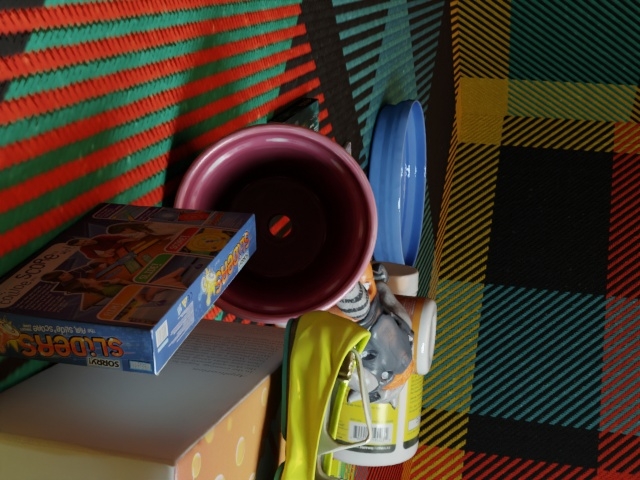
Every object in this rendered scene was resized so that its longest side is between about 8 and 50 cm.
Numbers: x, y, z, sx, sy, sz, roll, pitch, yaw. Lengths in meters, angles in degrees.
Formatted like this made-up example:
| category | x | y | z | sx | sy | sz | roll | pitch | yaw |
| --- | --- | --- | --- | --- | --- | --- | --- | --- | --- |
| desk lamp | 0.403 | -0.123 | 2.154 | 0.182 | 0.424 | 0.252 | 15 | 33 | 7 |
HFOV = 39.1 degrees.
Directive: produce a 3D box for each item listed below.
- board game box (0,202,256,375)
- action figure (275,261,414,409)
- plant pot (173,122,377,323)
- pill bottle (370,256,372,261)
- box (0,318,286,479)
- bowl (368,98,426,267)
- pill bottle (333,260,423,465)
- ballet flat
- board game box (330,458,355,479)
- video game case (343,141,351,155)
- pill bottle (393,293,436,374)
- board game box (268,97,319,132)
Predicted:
| category | x | y | z | sx | sy | sz | roll | pitch | yaw |
| --- | --- | --- | --- | --- | --- | --- | --- | --- | --- |
| board game box | -0.142 | 0.026 | 0.657 | 0.201 | 0.136 | 0.035 | -56 | 148 | -62 |
| action figure | 0.020 | 0.144 | 1.194 | 0.341 | 0.178 | 0.330 | -59 | 138 | -20 |
| plant pot | -0.048 | -0.016 | 0.961 | 0.180 | 0.201 | 0.201 | 166 | -70 | -87 |
| pill bottle | 0.064 | -0.014 | 1.664 | 0.065 | 0.065 | 0.116 | -62 | 154 | -59 |
| box | -0.127 | 0.202 | 0.717 | 0.345 | 0.168 | 0.215 | -29 | 123 | -74 |
| bowl | 0.177 | -0.125 | 2.049 | 0.391 | 0.077 | 0.391 | 4 | 90 | -76 |
| pill bottle | 0.092 | 0.212 | 1.602 | 0.188 | 0.188 | 0.334 | -30 | 124 | -74 |
| ballet flat | 0.000 | 0.170 | 0.707 | 0.077 | 0.077 | 0.231 | 43 | 54 | -75 |
| board game box | 0.033 | 0.429 | 1.755 | 0.181 | 0.043 | 0.092 | 45 | 51 | -73 |
| video game case | 0.038 | -0.115 | 1.631 | 0.122 | 0.011 | 0.087 | -64 | 155 | -57 |
| pill bottle | 0.068 | 0.140 | 1.412 | 0.121 | 0.216 | 0.121 | 5 | 90 | -76 |
| board game box | -0.036 | -0.125 | 1.280 | 0.186 | 0.026 | 0.126 | -52 | 145 | -67 |
